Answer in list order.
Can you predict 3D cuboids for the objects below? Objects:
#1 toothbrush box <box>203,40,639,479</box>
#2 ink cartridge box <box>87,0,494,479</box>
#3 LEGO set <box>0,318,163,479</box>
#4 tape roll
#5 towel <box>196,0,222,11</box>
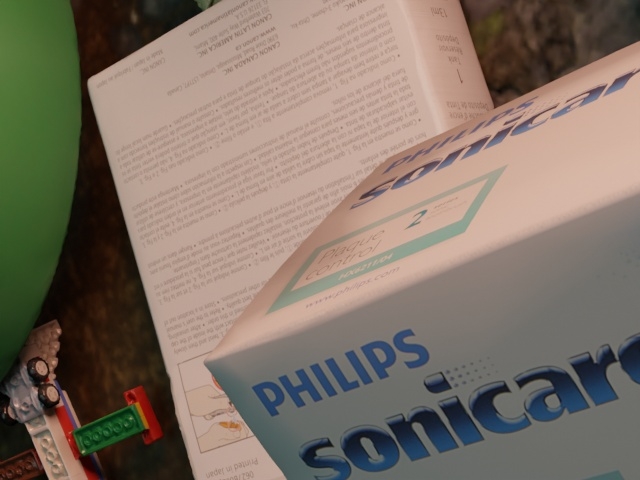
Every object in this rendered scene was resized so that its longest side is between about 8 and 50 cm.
[{"bbox_3d":[0.147,0.086,0.427,0.216,0.126,0.295,-23,106,37],"label":"toothbrush box"},{"bbox_3d":[0.000,0.000,0.661,0.181,0.056,0.224,-23,81,36],"label":"ink cartridge box"},{"bbox_3d":[-0.103,0.159,0.772,0.182,0.060,0.244,27,111,21],"label":"LEGO set"},{"bbox_3d":[-0.251,-0.053,0.810,0.321,0.077,0.321,-6,81,45],"label":"tape roll"},{"bbox_3d":[-0.029,-0.182,0.686,0.148,0.027,0.110,-46,65,31],"label":"towel"}]
